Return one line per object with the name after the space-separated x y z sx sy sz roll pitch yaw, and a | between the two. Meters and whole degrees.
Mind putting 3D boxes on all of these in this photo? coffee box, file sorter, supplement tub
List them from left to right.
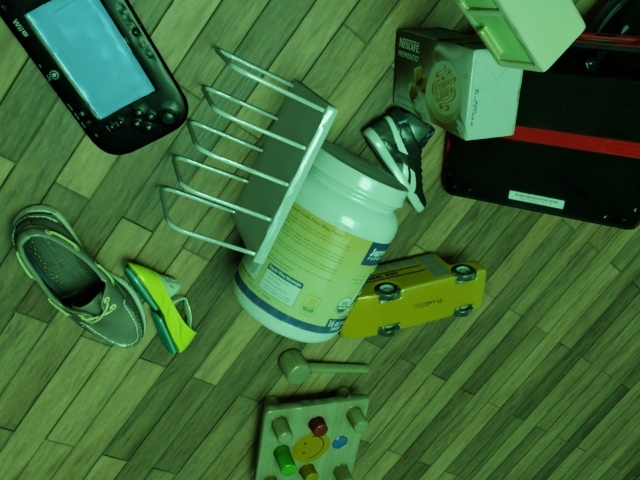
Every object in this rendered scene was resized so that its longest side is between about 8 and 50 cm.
-0.133 -0.143 0.970 0.173 0.193 0.278 18 108 -27 | file sorter
0.000 0.000 1.077 0.228 0.228 0.316 19 108 -30 | supplement tub
0.224 -0.275 1.008 0.098 0.246 0.141 -10 120 -19 | coffee box

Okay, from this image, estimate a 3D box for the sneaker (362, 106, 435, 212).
0.185 -0.161 1.155 0.121 0.079 0.217 -37 123 2 | sneaker

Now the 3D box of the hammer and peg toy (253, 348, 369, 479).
-0.009 0.427 1.364 0.265 0.127 0.361 0 117 -22 | hammer and peg toy

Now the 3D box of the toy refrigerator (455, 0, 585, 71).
0.222 -0.347 0.773 0.094 0.102 0.269 -48 120 1 | toy refrigerator

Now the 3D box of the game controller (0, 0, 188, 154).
-0.336 -0.281 0.885 0.166 0.067 0.319 -31 123 -4 | game controller

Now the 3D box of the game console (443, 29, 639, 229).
0.428 -0.209 1.099 0.060 0.386 0.342 -46 143 -48 | game console

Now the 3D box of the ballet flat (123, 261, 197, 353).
-0.294 0.116 1.122 0.077 0.077 0.231 -36 130 -26 | ballet flat

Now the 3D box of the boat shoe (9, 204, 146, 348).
-0.412 0.086 1.033 0.116 0.097 0.324 -30 124 -5 | boat shoe

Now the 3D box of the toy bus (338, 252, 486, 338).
0.183 0.113 1.271 0.332 0.130 0.108 -12 120 -16 | toy bus

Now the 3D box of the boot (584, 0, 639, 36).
0.611 -0.283 1.146 0.131 0.260 0.348 0 122 -44 | boot
